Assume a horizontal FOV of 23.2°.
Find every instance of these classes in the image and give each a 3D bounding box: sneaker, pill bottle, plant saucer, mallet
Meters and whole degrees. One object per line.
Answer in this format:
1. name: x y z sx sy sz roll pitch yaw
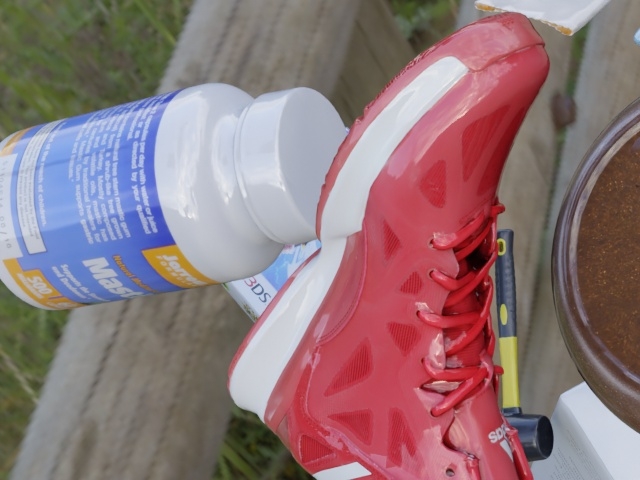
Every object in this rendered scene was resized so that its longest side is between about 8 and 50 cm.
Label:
1. sneaker: 0.056 0.029 0.592 0.087 0.221 0.128 -25 63 -41
2. pill bottle: -0.116 -0.036 1.197 0.272 0.152 0.152 -10 53 31
3. plant saucer: 0.163 0.004 0.629 0.168 0.029 0.168 -8 75 34
4. mallet: 0.143 0.087 1.257 0.062 0.039 0.190 -16 73 29

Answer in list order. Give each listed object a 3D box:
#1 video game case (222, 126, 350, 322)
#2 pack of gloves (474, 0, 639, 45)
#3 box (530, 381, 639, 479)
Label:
1. video game case: 0.000 0.000 2.032 0.269 0.061 0.244 -34 52 -12
2. pack of gloves: 0.255 -0.175 1.082 0.195 0.046 0.232 22 45 38
3. box: 0.321 0.210 1.375 0.215 0.345 0.168 -27 69 -10
